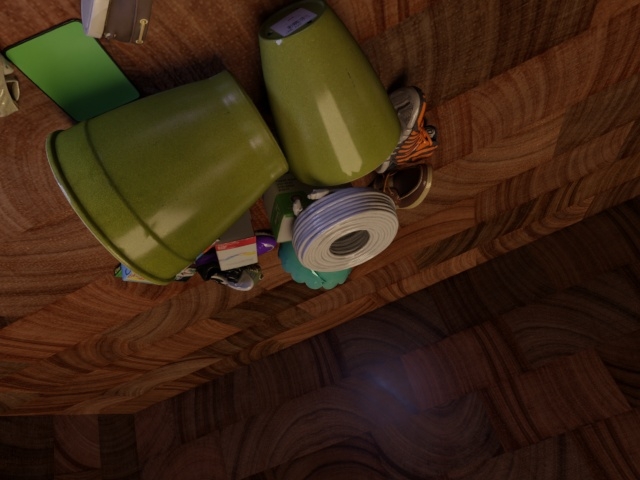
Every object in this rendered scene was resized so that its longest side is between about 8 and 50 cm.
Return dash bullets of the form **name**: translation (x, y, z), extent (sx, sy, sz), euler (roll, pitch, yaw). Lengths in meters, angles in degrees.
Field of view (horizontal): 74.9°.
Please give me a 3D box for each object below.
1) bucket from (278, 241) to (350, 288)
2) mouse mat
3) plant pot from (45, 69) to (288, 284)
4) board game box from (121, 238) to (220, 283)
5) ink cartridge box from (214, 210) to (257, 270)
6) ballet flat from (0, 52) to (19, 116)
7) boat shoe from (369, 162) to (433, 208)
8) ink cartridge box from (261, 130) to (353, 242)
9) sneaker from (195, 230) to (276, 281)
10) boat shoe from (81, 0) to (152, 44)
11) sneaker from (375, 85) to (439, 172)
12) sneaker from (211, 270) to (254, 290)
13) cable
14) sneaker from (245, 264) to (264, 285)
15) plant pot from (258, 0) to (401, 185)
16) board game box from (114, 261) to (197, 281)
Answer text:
- **bucket**: translation (0.000, 0.000, 1.386), extent (0.280, 0.281, 0.183), euler (-8, 142, -22)
- **mouse mat**: translation (-0.455, -0.309, 0.786), extent (0.152, 0.007, 0.190), euler (-22, 152, 2)
- **plant pot**: translation (-0.268, -0.156, 0.867), extent (0.352, 0.367, 0.366), euler (-32, 153, -1)
- **board game box**: translation (-0.442, -0.001, 1.212), extent (0.275, 0.145, 0.142), euler (-34, 150, 27)
- **ink cartridge box**: translation (-0.275, -0.007, 1.330), extent (0.127, 0.128, 0.176), euler (-13, 152, -13)
- **ballet flat**: translation (-0.558, -0.286, 0.722), extent (0.052, 0.057, 0.168), euler (-34, 170, -39)
- **boat shoe**: translation (0.226, -0.164, 1.338), extent (0.123, 0.124, 0.342), euler (8, 170, -20)
- **ink cartridge box**: translation (-0.046, -0.149, 1.063), extent (0.201, 0.278, 0.117), euler (-9, 148, -21)
- **sneaker**: translation (-0.284, 0.071, 1.448), extent (0.293, 0.146, 0.102), euler (-14, 153, -10)
- **boat shoe**: translation (-0.260, -0.421, 0.598), extent (0.096, 0.117, 0.324), euler (-1, 152, -41)
- **sneaker**: translation (0.255, -0.315, 1.157), extent (0.179, 0.125, 0.321), euler (-17, 164, -15)
- **sneaker**: translation (-0.325, 0.136, 1.542), extent (0.216, 0.079, 0.121), euler (18, 165, 17)
- **cable**: translation (0.060, -0.021, 0.966), extent (0.256, 0.089, 0.257), euler (-13, 149, -15)
- **sneaker**: translation (-0.278, 0.119, 1.647), extent (0.086, 0.064, 0.192), euler (-32, 150, -10)
- **plant pot**: translation (0.001, -0.312, 0.854), extent (0.274, 0.275, 0.294), euler (-23, 138, 6)
- **board game box**: translation (-0.550, 0.093, 1.439), extent (0.136, 0.030, 0.259), euler (-35, 149, 32)
